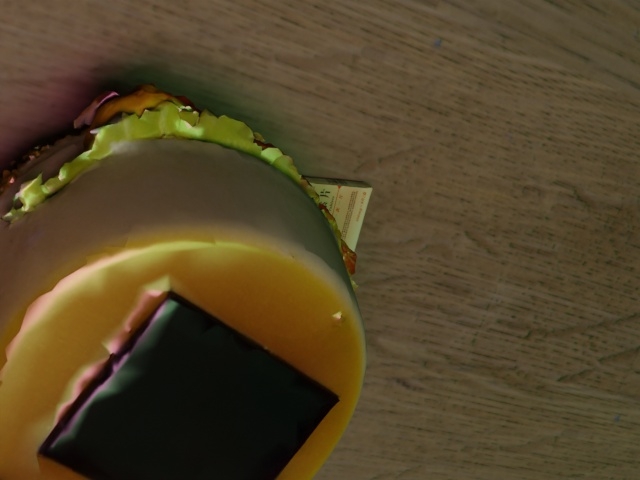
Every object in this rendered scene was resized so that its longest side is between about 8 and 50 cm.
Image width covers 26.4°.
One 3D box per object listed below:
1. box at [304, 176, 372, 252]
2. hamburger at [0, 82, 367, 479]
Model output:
[{"bbox_3d":[0.000,0.000,0.998,0.058,0.015,0.093,4,111,-34],"label":"box"},{"bbox_3d":[-0.109,0.062,0.863,0.276,0.179,0.294,32,98,-35],"label":"hamburger"}]
